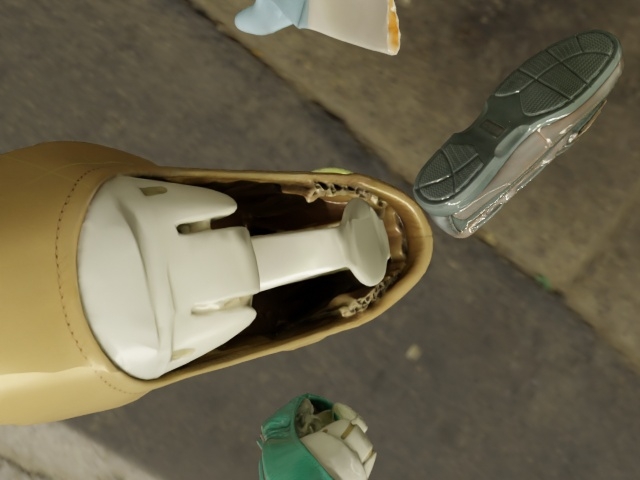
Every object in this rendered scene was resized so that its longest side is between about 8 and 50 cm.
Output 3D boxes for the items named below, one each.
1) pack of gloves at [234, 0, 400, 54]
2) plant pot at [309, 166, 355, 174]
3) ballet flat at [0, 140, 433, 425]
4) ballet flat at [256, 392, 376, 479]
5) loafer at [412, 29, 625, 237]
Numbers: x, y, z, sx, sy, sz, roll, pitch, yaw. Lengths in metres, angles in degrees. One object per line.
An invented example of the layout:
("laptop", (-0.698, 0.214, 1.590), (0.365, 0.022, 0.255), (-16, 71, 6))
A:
("pack of gloves", (0.005, -0.191, 0.801), (0.046, 0.232, 0.195), (-5, 100, -21))
("plant pot", (0.000, 0.000, 1.275), (0.083, 0.079, 0.083), (11, 61, -21))
("ballet flat", (-0.036, 0.004, 0.515), (0.232, 0.073, 0.080), (-13, 93, -62))
("ballet flat", (-0.002, 0.168, 1.332), (0.087, 0.247, 0.083), (-43, 100, 2))
("loafer", (0.213, -0.110, 1.785), (0.267, 0.096, 0.084), (-41, 135, -2))
